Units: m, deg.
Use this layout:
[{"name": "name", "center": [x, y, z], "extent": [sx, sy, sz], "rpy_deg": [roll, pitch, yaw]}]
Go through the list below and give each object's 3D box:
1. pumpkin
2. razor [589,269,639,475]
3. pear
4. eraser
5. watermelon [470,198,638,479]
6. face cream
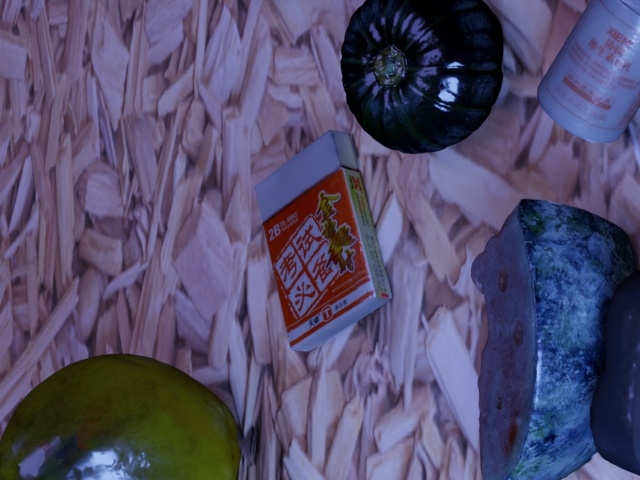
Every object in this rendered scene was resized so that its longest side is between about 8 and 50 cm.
[{"name": "pumpkin", "center": [0.110, -0.195, 1.877], "extent": [0.202, 0.140, 0.202], "rpy_deg": [4, 97, 36]}, {"name": "razor", "center": [0.396, 0.145, 1.504], "extent": [0.349, 0.113, 0.204], "rpy_deg": [15, 95, 47]}, {"name": "pear", "center": [-0.240, 0.270, 2.049], "extent": [0.269, 0.321, 0.269], "rpy_deg": [20, 115, 50]}, {"name": "eraser", "center": [0.000, 0.000, 2.048], "extent": [0.157, 0.038, 0.230], "rpy_deg": [-35, 58, 39]}, {"name": "watermelon", "center": [0.233, 0.108, 1.719], "extent": [0.226, 0.148, 0.318], "rpy_deg": [-140, 53, -64]}, {"name": "face cream", "center": [0.313, -0.219, 1.661], "extent": [0.251, 0.101, 0.101], "rpy_deg": [-61, 43, 34]}]
